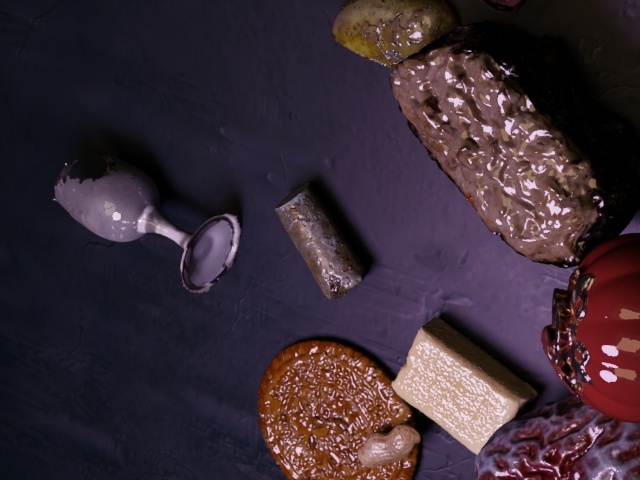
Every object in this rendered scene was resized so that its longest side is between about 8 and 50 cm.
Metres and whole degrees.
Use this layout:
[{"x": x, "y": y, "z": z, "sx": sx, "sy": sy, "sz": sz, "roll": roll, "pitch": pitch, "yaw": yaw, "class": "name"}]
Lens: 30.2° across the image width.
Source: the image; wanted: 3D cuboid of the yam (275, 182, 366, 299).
[{"x": 0.000, "y": 0.000, "z": 1.786, "sx": 0.078, "sy": 0.078, "sz": 0.179, "roll": -34, "pitch": 84, "yaw": 37, "class": "yam"}]

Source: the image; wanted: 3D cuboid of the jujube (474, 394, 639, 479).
[{"x": 0.353, "y": 0.315, "z": 1.556, "sx": 0.317, "sy": 0.226, "sz": 0.226, "roll": -26, "pitch": 90, "yaw": 33, "class": "jujube"}]

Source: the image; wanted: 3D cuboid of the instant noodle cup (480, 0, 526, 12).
[{"x": 0.150, "y": -0.425, "z": 1.467, "sx": 0.255, "sy": 0.244, "sz": 0.244, "roll": 24, "pitch": 118, "yaw": 36, "class": "instant noodle cup"}]

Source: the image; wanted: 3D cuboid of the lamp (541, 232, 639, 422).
[{"x": 0.366, "y": 0.104, "z": 1.404, "sx": 0.226, "sy": 0.227, "sz": 0.227, "roll": 12, "pitch": 112, "yaw": 31, "class": "lamp"}]

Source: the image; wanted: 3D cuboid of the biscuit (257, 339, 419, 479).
[{"x": 0.022, "y": 0.301, "z": 1.891, "sx": 0.305, "sy": 0.038, "sz": 0.305, "roll": 12, "pitch": 111, "yaw": 31, "class": "biscuit"}]

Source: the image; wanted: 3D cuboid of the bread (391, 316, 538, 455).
[{"x": 0.205, "y": 0.216, "z": 1.718, "sx": 0.188, "sy": 0.068, "sz": 0.125, "roll": 36, "pitch": 122, "yaw": 20, "class": "bread"}]

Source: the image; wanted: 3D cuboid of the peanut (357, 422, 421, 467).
[{"x": 0.103, "y": 0.308, "z": 1.788, "sx": 0.113, "sy": 0.054, "sz": 0.054, "roll": -29, "pitch": 88, "yaw": 31, "class": "peanut"}]

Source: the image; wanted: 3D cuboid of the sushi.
[{"x": 0.251, "y": -0.127, "z": 1.509, "sx": 0.350, "sy": 0.171, "sz": 0.211, "roll": 50, "pitch": 129, "yaw": 11, "class": "sushi"}]

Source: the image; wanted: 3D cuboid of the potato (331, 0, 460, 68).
[{"x": 0.095, "y": -0.291, "z": 1.638, "sx": 0.198, "sy": 0.054, "sz": 0.119, "roll": 20, "pitch": 118, "yaw": 28, "class": "potato"}]

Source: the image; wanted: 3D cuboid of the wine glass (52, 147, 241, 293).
[{"x": -0.288, "y": -0.039, "z": 1.932, "sx": 0.321, "sy": 0.143, "sz": 0.143, "roll": 26, "pitch": 119, "yaw": 25, "class": "wine glass"}]
